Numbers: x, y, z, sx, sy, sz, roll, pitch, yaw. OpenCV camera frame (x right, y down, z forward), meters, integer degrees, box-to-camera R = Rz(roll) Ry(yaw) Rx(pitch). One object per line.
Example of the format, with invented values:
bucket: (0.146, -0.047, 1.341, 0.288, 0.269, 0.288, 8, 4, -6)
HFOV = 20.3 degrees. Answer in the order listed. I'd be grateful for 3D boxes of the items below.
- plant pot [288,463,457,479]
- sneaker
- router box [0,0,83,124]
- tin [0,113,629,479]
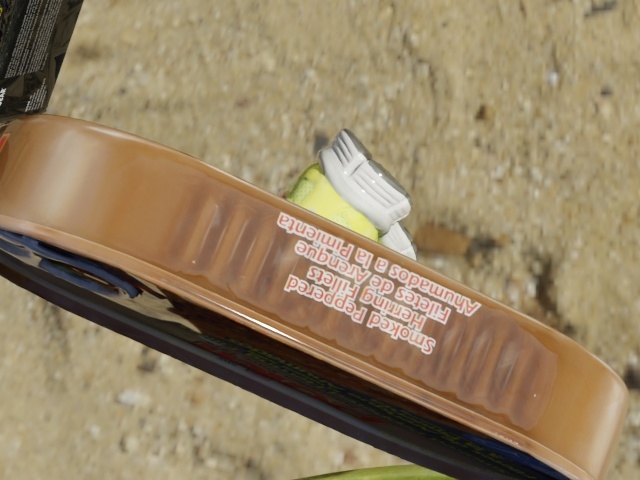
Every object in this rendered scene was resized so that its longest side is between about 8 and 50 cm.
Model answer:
plant pot: (0.016, 0.326, 0.677, 0.367, 0.366, 0.353, -10, 106, 15)
sneaker: (0.000, 0.000, 1.082, 0.094, 0.208, 0.081, -42, 75, -6)
router box: (-0.161, -0.163, 0.853, 0.133, 0.046, 0.179, 47, 132, 24)
tin: (-0.006, 0.021, 0.474, 0.190, 0.040, 0.106, 25, 163, -15)
